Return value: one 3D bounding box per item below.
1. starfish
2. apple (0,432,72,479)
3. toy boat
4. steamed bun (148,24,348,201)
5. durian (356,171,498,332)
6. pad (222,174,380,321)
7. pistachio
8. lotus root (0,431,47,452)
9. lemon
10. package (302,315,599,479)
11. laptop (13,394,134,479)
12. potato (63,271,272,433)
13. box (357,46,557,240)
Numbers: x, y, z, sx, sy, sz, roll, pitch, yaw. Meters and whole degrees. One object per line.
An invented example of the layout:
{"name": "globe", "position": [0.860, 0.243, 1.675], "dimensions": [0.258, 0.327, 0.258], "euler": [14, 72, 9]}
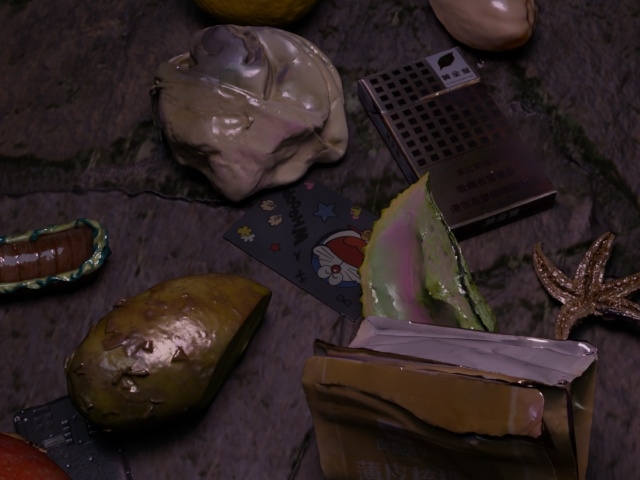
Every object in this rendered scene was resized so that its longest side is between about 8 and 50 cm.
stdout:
{"name": "starfish", "position": [0.362, 0.078, 1.431], "dimensions": [0.213, 0.057, 0.238], "euler": [26, 55, 29]}
{"name": "apple", "position": [-0.405, 0.368, 1.129], "dimensions": [0.348, 0.277, 0.349], "euler": [-1, 56, 2]}
{"name": "toy boat", "position": [-0.442, 0.030, 1.489], "dimensions": [0.292, 0.099, 0.109], "euler": [-6, 53, -10]}
{"name": "steamed bun", "position": [-0.110, -0.226, 1.582], "dimensions": [0.280, 0.207, 0.268], "euler": [-23, 55, -15]}
{"name": "durian", "position": [0.154, 0.098, 1.351], "dimensions": [0.158, 0.169, 0.352], "euler": [-16, 67, -21]}
{"name": "pad", "position": [0.000, 0.000, 1.538], "dimensions": [0.245, 0.006, 0.170], "euler": [32, 63, 23]}
{"name": "pistachio", "position": [0.265, -0.384, 1.722], "dimensions": [0.144, 0.144, 0.215], "euler": [-33, 49, -19]}
{"name": "lotus root", "position": [-0.414, 0.277, 1.326], "dimensions": [0.151, 0.072, 0.063], "euler": [-13, 99, 5]}
{"name": "lemon", "position": [-0.113, -0.468, 1.736], "dimensions": [0.267, 0.267, 0.267], "euler": [-2, 54, 2]}
{"name": "package", "position": [0.134, 0.199, 1.197], "dimensions": [0.311, 0.165, 0.222], "euler": [6, 84, 31]}
{"name": "laptop", "position": [-0.314, 0.277, 1.352], "dimensions": [0.129, 0.016, 0.180], "euler": [-19, 57, -9]}
{"name": "potato", "position": [-0.187, 0.137, 1.366], "dimensions": [0.298, 0.141, 0.176], "euler": [-33, 73, -20]}
{"name": "box", "position": [0.201, -0.152, 1.609], "dimensions": [0.180, 0.047, 0.325], "euler": [-19, 56, -11]}
